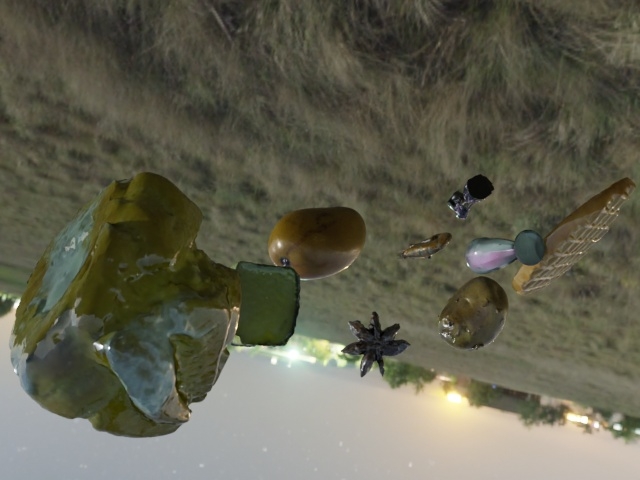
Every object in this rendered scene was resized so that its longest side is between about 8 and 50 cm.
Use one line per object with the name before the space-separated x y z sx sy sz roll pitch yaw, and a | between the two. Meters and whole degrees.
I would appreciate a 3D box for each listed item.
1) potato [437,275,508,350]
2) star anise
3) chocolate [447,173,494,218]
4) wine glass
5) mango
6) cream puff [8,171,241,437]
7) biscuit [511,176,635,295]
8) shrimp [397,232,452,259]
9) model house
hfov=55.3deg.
potato | 0.345 0.168 1.374 0.137 0.176 0.137 46 -173 -8
star anise | 0.166 0.322 1.946 0.197 0.212 0.073 44 165 6
chocolate | 0.329 -0.092 1.353 0.070 0.072 0.147 10 166 0
wine glass | 0.335 0.020 1.122 0.073 0.073 0.155 15 168 -14
mango | 0.000 0.000 2.160 0.378 0.264 0.221 -22 155 -27
cream puff | -0.259 0.110 0.878 0.275 0.378 0.378 31 160 -33
biscuit | 0.456 0.020 1.153 0.204 0.040 0.309 -25 152 -26
shrimp | 0.255 0.009 1.507 0.045 0.095 0.162 47 146 -19
model house | -0.167 0.162 1.489 0.170 0.194 0.211 5 169 -26
